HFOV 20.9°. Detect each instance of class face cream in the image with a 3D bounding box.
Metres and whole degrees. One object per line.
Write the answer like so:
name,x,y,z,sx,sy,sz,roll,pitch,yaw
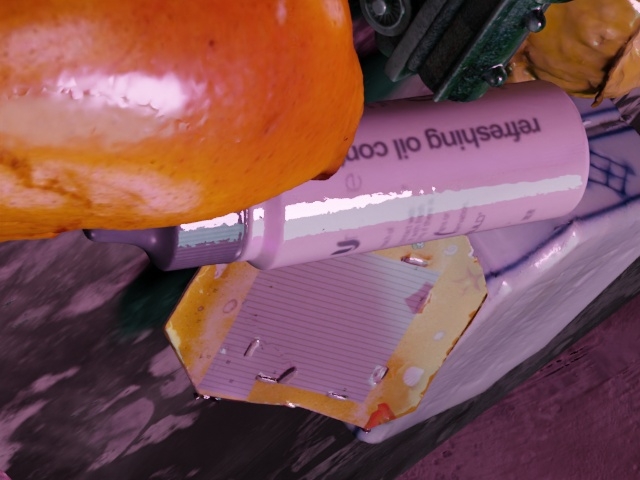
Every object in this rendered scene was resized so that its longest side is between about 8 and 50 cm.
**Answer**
face cream,0.007,-0.034,1.031,0.311,0.092,0.092,-10,153,-23

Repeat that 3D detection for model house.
model house,0.000,0.000,1.202,0.207,0.136,0.219,14,120,-22

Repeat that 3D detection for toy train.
toy train,0.088,-0.145,0.957,0.071,0.111,0.170,-20,156,-39

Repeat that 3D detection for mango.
mango,-0.119,-0.068,0.638,0.187,0.138,0.257,1,-171,42

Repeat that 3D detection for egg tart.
egg tart,0.209,-0.187,1.116,0.290,0.115,0.290,-37,166,-11

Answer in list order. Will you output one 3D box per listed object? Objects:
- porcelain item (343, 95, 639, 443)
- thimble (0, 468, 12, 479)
porcelain item,0.118,0.008,1.371,0.281,0.157,0.286,-16,154,-51
thimble,-0.247,0.217,1.049,0.211,0.185,0.149,-2,158,-1
